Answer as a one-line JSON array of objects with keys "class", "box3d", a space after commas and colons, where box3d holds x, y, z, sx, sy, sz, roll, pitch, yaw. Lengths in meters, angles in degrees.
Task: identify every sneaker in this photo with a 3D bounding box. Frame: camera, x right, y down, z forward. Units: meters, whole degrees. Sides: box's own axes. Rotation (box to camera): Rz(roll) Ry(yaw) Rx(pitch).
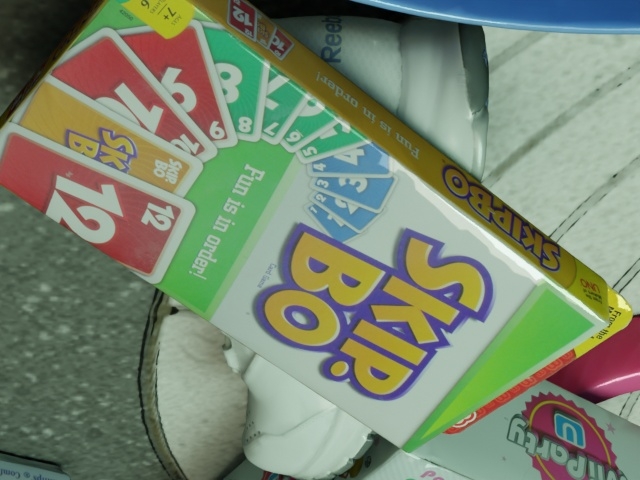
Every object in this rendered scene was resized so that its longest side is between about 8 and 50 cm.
[{"class": "sneaker", "box3d": [-0.011, 0.007, 0.578, 0.129, 0.111, 0.297, 10, 130, -5]}]

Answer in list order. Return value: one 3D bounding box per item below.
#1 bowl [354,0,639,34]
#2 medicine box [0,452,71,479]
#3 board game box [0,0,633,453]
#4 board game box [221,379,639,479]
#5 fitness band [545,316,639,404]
[{"class": "bowl", "box3d": [0.093, -0.164, 0.282, 0.391, 0.077, 0.391, 3, 167, 1]}, {"class": "medicine box", "box3d": [-0.271, 0.309, 0.704, 0.149, 0.289, 0.263, 19, 132, -30]}, {"class": "board game box", "box3d": [0.000, 0.000, 0.485, 0.259, 0.039, 0.124, 34, 127, -22]}, {"class": "board game box", "box3d": [0.060, 0.201, 0.745, 0.224, 0.097, 0.303, 27, 134, -18]}, {"class": "fitness band", "box3d": [0.247, 0.132, 0.796, 0.291, 0.054, 0.209, 2, 137, -15]}]
